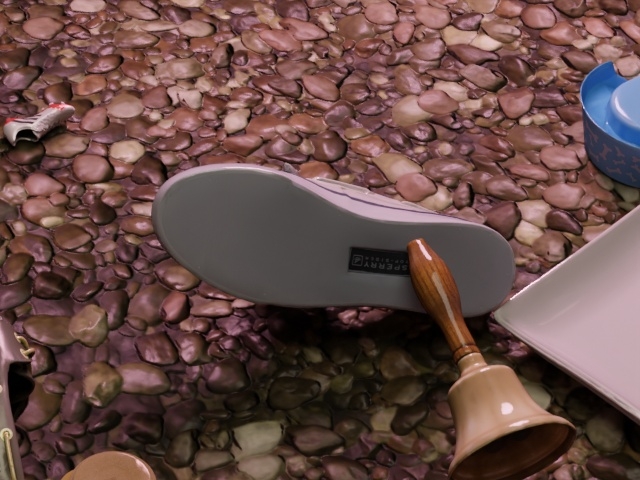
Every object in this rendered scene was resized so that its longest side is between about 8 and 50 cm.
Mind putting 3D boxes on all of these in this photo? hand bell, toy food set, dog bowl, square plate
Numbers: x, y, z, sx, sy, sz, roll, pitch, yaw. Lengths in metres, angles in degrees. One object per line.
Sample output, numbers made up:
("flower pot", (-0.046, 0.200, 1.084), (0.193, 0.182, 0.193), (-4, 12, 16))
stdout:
("hand bell", (0.135, 0.100, 1.725), (0.126, 0.126, 0.242), (-12, 59, -17))
("toy food set", (-0.189, 0.225, 1.674), (0.083, 0.020, 0.082), (-30, 54, -32))
("dog bowl", (0.419, -0.152, 2.096), (0.297, 0.074, 0.166), (-25, 52, -29))
("square plate", (0.407, 0.097, 1.850), (0.344, 0.049, 0.347), (36, 51, 29))

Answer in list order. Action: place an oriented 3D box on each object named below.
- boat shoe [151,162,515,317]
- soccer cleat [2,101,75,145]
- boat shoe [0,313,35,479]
("boat shoe", (0.003, -0.008, 1.849), (0.367, 0.136, 0.156), (7, 7, -16))
("soccer cleat", (-0.307, -0.126, 2.030), (0.083, 0.029, 0.035), (-17, 56, -18))
("boat shoe", (-0.306, 0.138, 1.696), (0.091, 0.109, 0.305), (0, 50, -7))
